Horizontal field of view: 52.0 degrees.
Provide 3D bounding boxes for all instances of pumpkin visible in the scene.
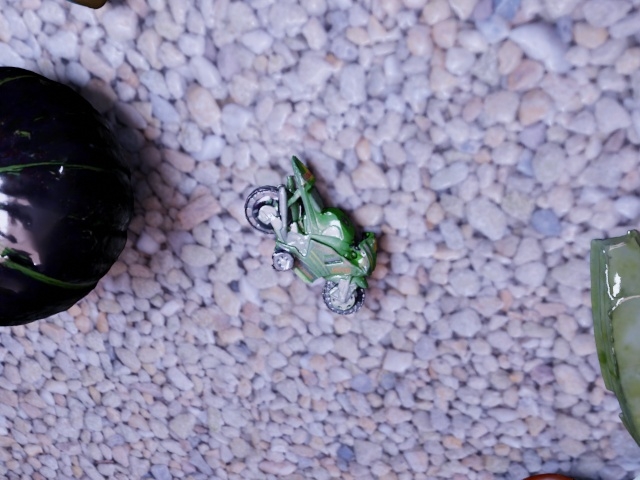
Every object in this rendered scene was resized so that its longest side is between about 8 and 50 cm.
[{"bbox_3d":[-0.346,-0.046,0.769,0.296,0.296,0.295,7,117,14],"label":"pumpkin"}]

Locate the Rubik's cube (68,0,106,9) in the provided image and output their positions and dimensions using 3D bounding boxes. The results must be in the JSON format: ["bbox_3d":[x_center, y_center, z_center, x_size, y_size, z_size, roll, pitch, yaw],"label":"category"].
[{"bbox_3d":[-0.310,-0.358,0.593,0.254,0.254,0.254,7,117,14],"label":"Rubik's cube"}]

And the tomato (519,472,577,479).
[{"bbox_3d":[0.324,0.377,0.820,0.228,0.101,0.228,32,146,25],"label":"tomato"}]

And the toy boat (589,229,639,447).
[{"bbox_3d":[0.357,0.130,0.725,0.093,0.055,0.293,-15,111,20],"label":"toy boat"}]

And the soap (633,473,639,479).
[{"bbox_3d":[0.471,0.305,0.743,0.198,0.066,0.119,19,127,-8],"label":"soap"}]

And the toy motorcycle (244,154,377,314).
[{"bbox_3d":[0.000,0.000,0.763,0.106,0.074,0.190,-39,99,19],"label":"toy motorcycle"}]
